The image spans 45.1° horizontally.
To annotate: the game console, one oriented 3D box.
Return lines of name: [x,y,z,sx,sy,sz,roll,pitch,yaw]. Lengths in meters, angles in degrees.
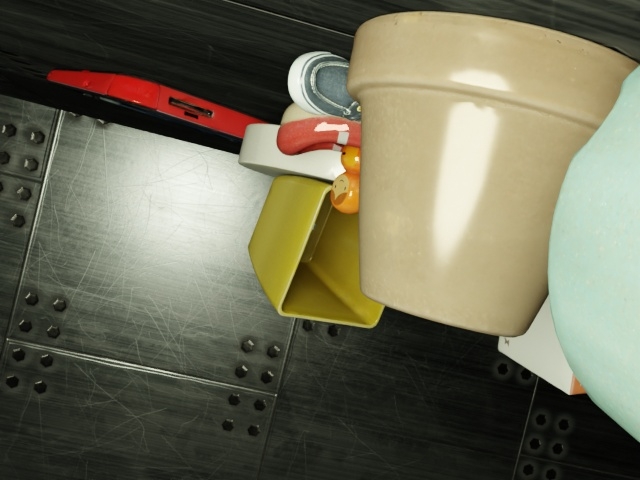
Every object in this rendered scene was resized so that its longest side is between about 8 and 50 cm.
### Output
game console: [-0.302,-0.256,1.532,0.386,0.060,0.342,13,-179,-44]

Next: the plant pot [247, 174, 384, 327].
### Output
plant pot: [0.000,0.000,1.276,0.212,0.212,0.187,13,-166,-40]

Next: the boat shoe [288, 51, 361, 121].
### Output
boat shoe: [0.052,-0.155,0.802,0.083,0.065,0.183,12,-175,39]

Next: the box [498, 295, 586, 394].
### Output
box: [0.448,0.072,1.075,0.345,0.215,0.168,-1,-166,-21]

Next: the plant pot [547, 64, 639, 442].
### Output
plant pot: [0.282,0.035,0.288,0.341,0.341,0.334,13,-171,-20]

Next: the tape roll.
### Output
tape roll: [0.050,-0.120,1.347,0.392,0.072,0.392,13,-179,0]

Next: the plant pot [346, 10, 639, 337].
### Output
plant pot: [0.128,-0.045,0.670,0.263,0.229,0.263,15,-179,0]

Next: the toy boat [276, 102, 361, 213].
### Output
toy boat: [0.050,-0.112,1.073,0.231,0.151,0.151,14,-179,-2]
